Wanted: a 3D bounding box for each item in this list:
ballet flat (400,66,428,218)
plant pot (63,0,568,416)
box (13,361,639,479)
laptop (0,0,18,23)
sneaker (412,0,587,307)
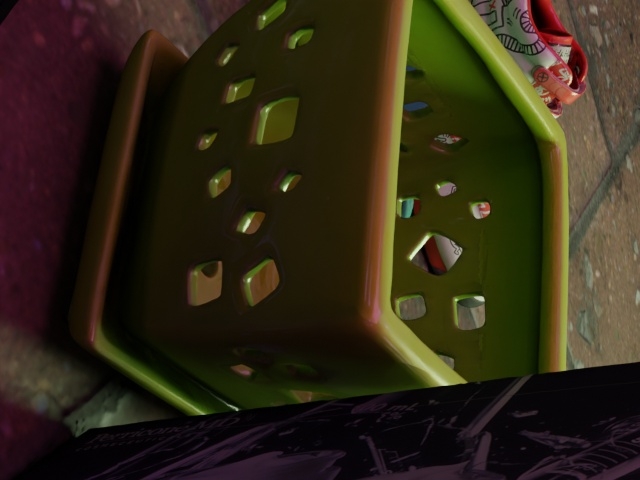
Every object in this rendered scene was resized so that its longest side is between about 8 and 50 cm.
[{"bbox_3d":[0.033,-0.058,0.984,0.083,0.087,0.247,20,60,-8],"label":"ballet flat"},{"bbox_3d":[0.000,0.000,0.766,0.228,0.207,0.227,42,47,-49],"label":"plant pot"},{"bbox_3d":[-0.022,0.193,0.528,0.312,0.343,0.179,-31,108,-60],"label":"box"},{"bbox_3d":[-0.176,-0.017,0.502,0.136,0.264,0.234,46,18,14],"label":"laptop"},{"bbox_3d":[0.146,-0.081,1.118,0.090,0.145,0.270,-26,104,-60],"label":"sneaker"}]
